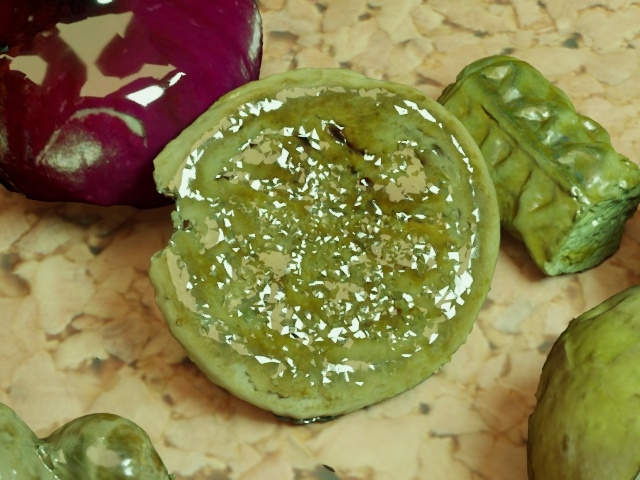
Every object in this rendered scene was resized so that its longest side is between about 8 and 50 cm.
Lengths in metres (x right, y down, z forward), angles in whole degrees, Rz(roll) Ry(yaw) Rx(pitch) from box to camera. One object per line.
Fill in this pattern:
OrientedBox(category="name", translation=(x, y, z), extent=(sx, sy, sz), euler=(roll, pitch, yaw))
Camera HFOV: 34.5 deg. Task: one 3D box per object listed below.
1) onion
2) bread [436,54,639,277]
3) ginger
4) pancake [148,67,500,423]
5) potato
OrientedBox(category="onion", translation=(-0.252, -0.266, 1.150), extent=(0.398, 0.420, 0.398), euler=(1, 48, -1))
OrientedBox(category="bread", translation=(0.235, -0.098, 1.157), extent=(0.152, 0.130, 0.268), euler=(-33, 59, -5))
OrientedBox(category="ginger", translation=(-0.327, 0.288, 0.936), extent=(0.256, 0.176, 0.375), euler=(34, 65, 8))
OrientedBox(category="pancake", translation=(0.000, 0.000, 1.066), extent=(0.382, 0.071, 0.382), euler=(2, 81, -10))
OrientedBox(category="potato", translation=(0.288, 0.186, 0.905), extent=(0.289, 0.301, 0.237), euler=(-52, 33, 9))
